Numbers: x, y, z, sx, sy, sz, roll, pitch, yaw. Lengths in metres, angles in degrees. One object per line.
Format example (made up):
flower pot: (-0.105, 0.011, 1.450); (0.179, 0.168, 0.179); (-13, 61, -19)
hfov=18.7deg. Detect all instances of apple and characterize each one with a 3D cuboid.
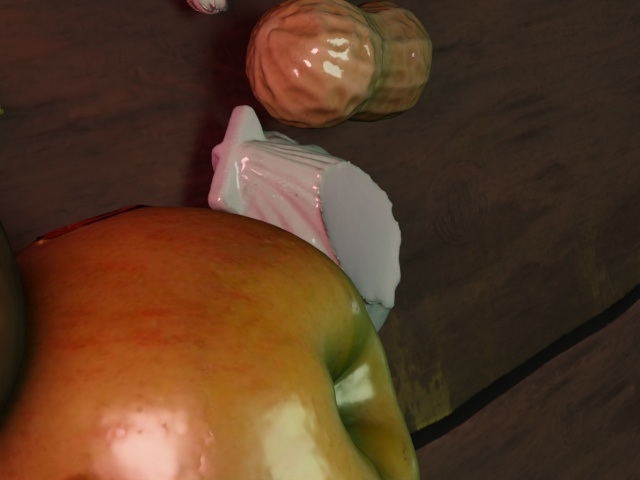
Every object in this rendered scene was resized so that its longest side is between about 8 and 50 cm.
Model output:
apple: (-0.093, 0.135, 1.317); (0.338, 0.305, 0.338); (27, 57, -52)

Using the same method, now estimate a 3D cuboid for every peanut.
peanut: (0.019, -0.166, 1.781); (0.120, 0.136, 0.298); (-61, 162, 17)

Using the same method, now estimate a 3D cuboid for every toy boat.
toy boat: (0.000, 0.000, 1.731); (0.290, 0.100, 0.199); (49, 43, -47)

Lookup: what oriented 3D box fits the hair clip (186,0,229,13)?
hair clip: (-0.122, -0.274, 1.636); (0.172, 0.049, 0.116); (45, 50, -50)

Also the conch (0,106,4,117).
conch: (-0.262, -0.109, 1.318); (0.121, 0.074, 0.089); (63, -10, 9)

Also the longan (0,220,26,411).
longan: (-0.278, 0.051, 1.116); (0.248, 0.248, 0.248); (22, 64, -57)
